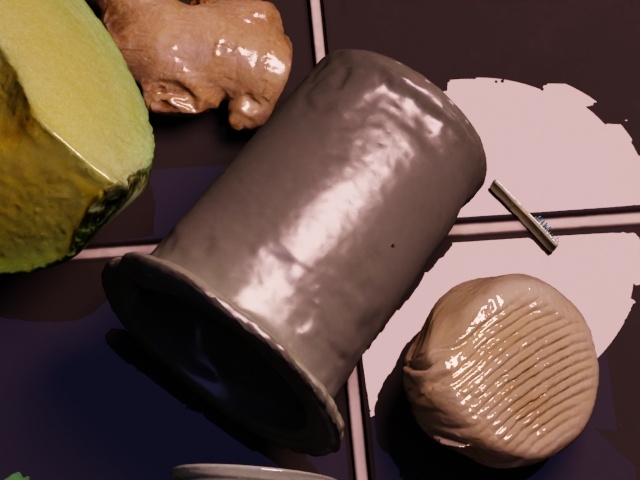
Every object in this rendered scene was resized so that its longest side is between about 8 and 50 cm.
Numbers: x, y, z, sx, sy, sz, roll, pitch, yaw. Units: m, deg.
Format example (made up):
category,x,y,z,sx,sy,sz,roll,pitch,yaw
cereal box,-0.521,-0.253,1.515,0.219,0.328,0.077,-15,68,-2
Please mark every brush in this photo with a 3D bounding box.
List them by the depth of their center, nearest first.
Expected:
category,x,y,z,sx,sy,sz,roll,pitch,yaw
brush,0.186,-0.024,1.654,0.083,0.016,0.013,46,63,7

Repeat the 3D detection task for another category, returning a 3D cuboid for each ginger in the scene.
category,x,y,z,sx,sy,sz,roll,pitch,yaw
ginger,-0.132,-0.177,1.639,0.213,0.074,0.137,20,64,-4

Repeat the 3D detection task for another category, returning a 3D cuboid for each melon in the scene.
category,x,y,z,sx,sy,sz,roll,pitch,yaw
melon,-0.313,-0.121,1.540,0.343,0.226,0.331,46,66,-4

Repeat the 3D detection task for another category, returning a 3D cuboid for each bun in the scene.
category,x,y,z,sx,sy,sz,roll,pitch,yaw
bun,0.145,0.114,1.561,0.173,0.113,0.166,4,78,-28

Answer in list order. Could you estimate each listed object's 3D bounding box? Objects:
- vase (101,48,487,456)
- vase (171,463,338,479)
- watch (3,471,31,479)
category,x,y,z,sx,sy,sz,roll,pitch,yaw
vase,0.000,0.000,1.531,0.245,0.245,0.291,38,68,6
vase,-0.064,0.338,1.473,0.143,0.143,0.298,6,77,-4
watch,-0.333,0.216,1.498,0.165,0.131,0.152,-43,64,-10
